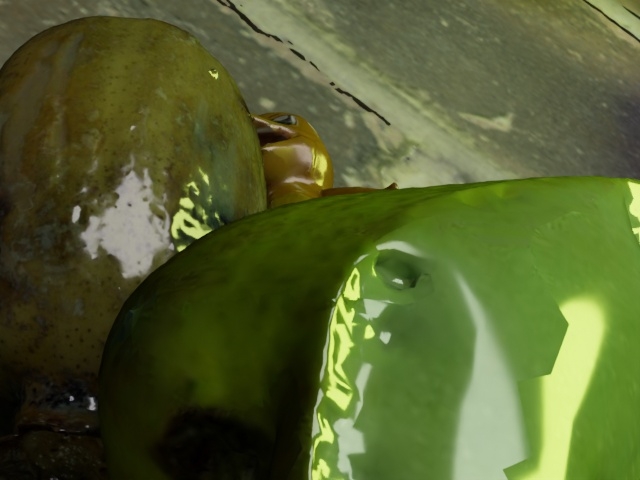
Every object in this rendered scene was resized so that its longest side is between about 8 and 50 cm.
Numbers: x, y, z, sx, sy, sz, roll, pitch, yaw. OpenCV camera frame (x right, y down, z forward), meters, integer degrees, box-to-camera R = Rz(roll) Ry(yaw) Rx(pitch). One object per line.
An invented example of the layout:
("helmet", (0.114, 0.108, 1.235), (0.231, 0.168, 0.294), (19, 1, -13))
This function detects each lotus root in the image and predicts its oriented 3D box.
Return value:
("lotus root", (-0.100, 0.015, 0.773), (0.154, 0.154, 0.278), (19, 55, -18))

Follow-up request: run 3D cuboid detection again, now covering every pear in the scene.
("pear", (0.046, 0.118, 0.671), (0.318, 0.238, 0.342), (34, 53, -24))

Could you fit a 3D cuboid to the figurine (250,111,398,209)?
("figurine", (0.002, 0.000, 0.899), (0.122, 0.121, 0.176), (33, 24, -47))
